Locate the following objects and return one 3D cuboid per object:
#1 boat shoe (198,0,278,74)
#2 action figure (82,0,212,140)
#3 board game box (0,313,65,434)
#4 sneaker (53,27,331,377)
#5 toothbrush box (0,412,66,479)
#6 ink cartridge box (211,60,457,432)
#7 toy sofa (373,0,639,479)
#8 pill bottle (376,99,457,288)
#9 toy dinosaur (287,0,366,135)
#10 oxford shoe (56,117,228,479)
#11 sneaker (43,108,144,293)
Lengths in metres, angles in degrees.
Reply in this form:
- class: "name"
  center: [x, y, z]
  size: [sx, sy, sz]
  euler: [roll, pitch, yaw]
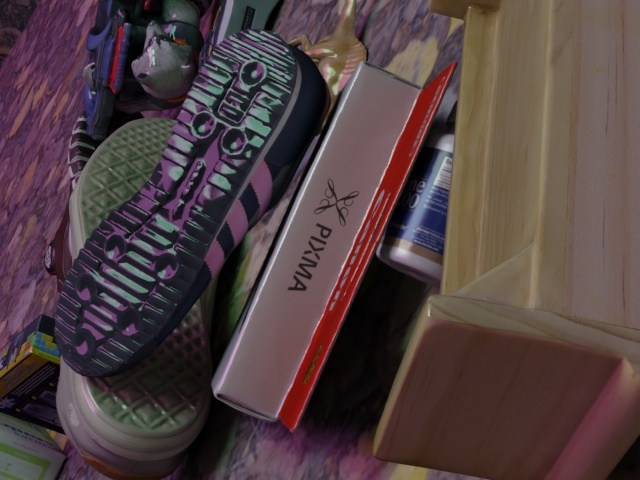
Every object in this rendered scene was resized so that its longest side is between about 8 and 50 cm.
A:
- class: "boat shoe"
  center: [-0.095, -0.260, 1.508]
  size: [0.083, 0.065, 0.183]
  euler: [-19, 50, 61]
- class: "action figure"
  center: [-0.192, -0.300, 1.614]
  size: [0.330, 0.179, 0.341]
  euler: [-99, 22, -50]
- class: "board game box"
  center: [-0.260, 0.145, 1.338]
  size: [0.170, 0.141, 0.048]
  euler: [-34, 37, 49]
- class: "sneaker"
  center: [-0.093, -0.016, 1.077]
  size: [0.112, 0.131, 0.319]
  euler: [40, 99, 23]
- class: "toothbrush box"
  center: [-0.445, 0.239, 1.548]
  size: [0.122, 0.206, 0.283]
  euler: [-64, 22, -3]
- class: "ink cartridge box"
  center: [0.000, 0.000, 0.957]
  size: [0.239, 0.060, 0.275]
  euler: [142, 152, -84]
- class: "toy sofa"
  center: [0.143, -0.046, 0.718]
  size: [0.150, 0.177, 0.362]
  euler: [106, 175, -55]
- class: "pill bottle"
  center: [0.090, -0.031, 0.873]
  size: [0.120, 0.067, 0.067]
  euler: [-66, 23, -6]
- class: "toy dinosaur"
  center: [0.011, -0.173, 1.234]
  size: [0.093, 0.053, 0.183]
  euler: [-5, 68, 46]
- class: "oxford shoe"
  center: [-0.168, 0.045, 1.248]
  size: [0.449, 0.169, 0.130]
  euler: [-91, 16, -46]
- class: "sneaker"
  center: [-0.306, -0.046, 1.688]
  size: [0.162, 0.106, 0.281]
  euler: [-46, 29, 42]
